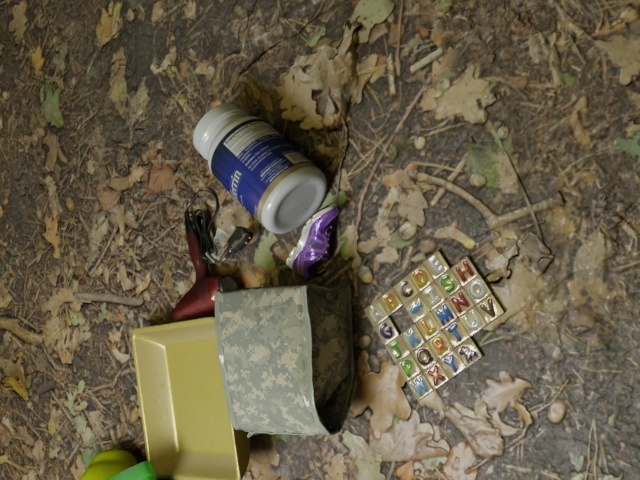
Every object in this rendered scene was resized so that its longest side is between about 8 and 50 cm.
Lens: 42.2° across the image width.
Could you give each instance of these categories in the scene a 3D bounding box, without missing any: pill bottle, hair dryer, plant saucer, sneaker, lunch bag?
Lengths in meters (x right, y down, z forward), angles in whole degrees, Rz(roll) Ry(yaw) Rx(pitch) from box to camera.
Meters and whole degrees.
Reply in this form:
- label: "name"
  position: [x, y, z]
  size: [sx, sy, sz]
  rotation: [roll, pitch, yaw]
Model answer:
- label: "pill bottle"
  position: [-0.124, -0.147, 1.617]
  size: [0.265, 0.153, 0.153]
  rotation: [44, 115, 28]
- label: "hair dryer"
  position: [-0.243, 0.060, 1.775]
  size: [0.224, 0.080, 0.293]
  rotation: [38, 108, 46]
- label: "plant saucer"
  position: [-0.263, 0.334, 1.751]
  size: [0.333, 0.081, 0.332]
  rotation: [-13, 84, 46]
- label: "sneaker"
  position: [0.000, 0.000, 1.597]
  size: [0.071, 0.068, 0.169]
  rotation: [36, 121, 14]
- label: "lunch bag"
  position: [-0.064, 0.229, 1.574]
  size: [0.235, 0.169, 0.286]
  rotation: [-7, 83, 36]

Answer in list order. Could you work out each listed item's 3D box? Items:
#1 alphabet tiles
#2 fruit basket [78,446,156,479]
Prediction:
- label: "alphabet tiles"
  position: [0.206, 0.142, 1.472]
  size: [0.237, 0.009, 0.198]
  rotation: [-42, 67, 30]
- label: "fruit basket"
  position: [-0.468, 0.619, 1.793]
  size: [0.392, 0.283, 0.391]
  rotation: [27, 126, 43]
